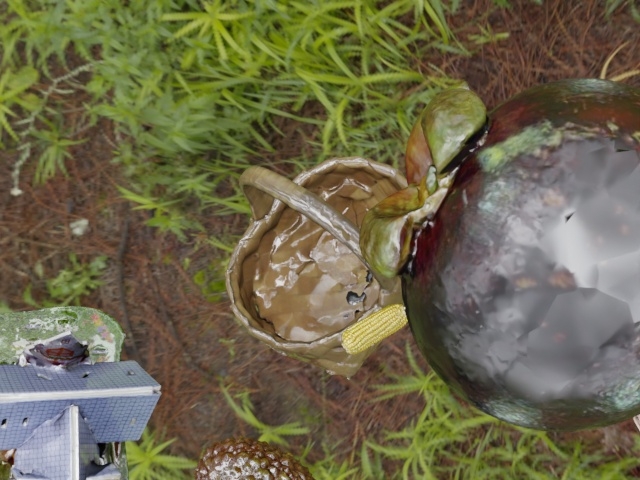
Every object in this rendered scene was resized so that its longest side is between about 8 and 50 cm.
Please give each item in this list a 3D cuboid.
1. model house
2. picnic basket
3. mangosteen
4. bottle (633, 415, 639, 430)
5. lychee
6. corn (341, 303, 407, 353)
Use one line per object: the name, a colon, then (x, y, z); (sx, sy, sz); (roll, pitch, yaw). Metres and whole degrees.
model house: (-0.141, 0.106, 0.437); (0.117, 0.088, 0.167); (4, 73, -26)
picnic basket: (0.000, 0.000, 1.276); (0.293, 0.337, 0.337); (32, 99, 31)
mangosteen: (0.175, 0.005, 0.676); (0.288, 0.288, 0.288); (0, 92, 12)
bottle: (0.673, 0.324, 1.410); (0.297, 0.206, 0.173); (31, 53, -3)
lychee: (-0.119, 0.480, 1.598); (0.236, 0.236, 0.271); (-22, 116, 12)
corn: (0.069, 0.111, 1.101); (0.092, 0.037, 0.037); (-28, 86, -1)
